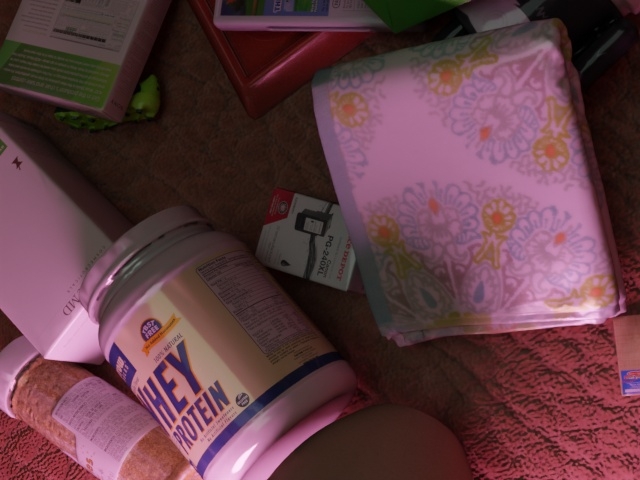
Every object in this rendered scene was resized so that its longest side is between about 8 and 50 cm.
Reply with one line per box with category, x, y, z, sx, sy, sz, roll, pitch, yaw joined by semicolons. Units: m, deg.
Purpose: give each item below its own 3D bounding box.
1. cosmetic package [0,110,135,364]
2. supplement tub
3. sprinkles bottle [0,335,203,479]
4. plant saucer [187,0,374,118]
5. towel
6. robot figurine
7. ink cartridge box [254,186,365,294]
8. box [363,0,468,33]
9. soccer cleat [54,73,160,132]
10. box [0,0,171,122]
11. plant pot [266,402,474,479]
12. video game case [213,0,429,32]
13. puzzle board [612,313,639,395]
cosmetic package;-0.409;-0.010;1.782;0.365;0.155;0.197;41;98;24
supplement tub;-0.136;0.137;1.575;0.235;0.235;0.325;-46;73;13
sprinkles bottle;-0.309;0.263;1.718;0.355;0.121;0.121;29;96;25
plant saucer;-0.062;-0.347;1.719;0.258;0.047;0.259;-34;70;18
towel;0.179;-0.057;1.471;0.320;0.090;0.375;-9;108;27
robot figurine;0.273;-0.285;1.488;0.278;0.173;0.209;-41;93;15
ink cartridge box;0.000;0.000;1.637;0.150;0.063;0.109;16;91;26
box;0.171;-0.393;1.452;0.127;0.262;0.231;45;70;-16
soccer cleat;-0.315;-0.206;1.820;0.178;0.060;0.072;-5;64;23
box;-0.336;-0.348;1.809;0.232;0.058;0.322;17;79;28
plant pot;0.078;0.310;1.475;0.284;0.284;0.191;11;54;26
video game case;0.016;-0.443;1.654;0.299;0.036;0.329;4;82;19
puzzle board;0.417;0.132;1.454;0.128;0.011;0.096;-8;81;25
